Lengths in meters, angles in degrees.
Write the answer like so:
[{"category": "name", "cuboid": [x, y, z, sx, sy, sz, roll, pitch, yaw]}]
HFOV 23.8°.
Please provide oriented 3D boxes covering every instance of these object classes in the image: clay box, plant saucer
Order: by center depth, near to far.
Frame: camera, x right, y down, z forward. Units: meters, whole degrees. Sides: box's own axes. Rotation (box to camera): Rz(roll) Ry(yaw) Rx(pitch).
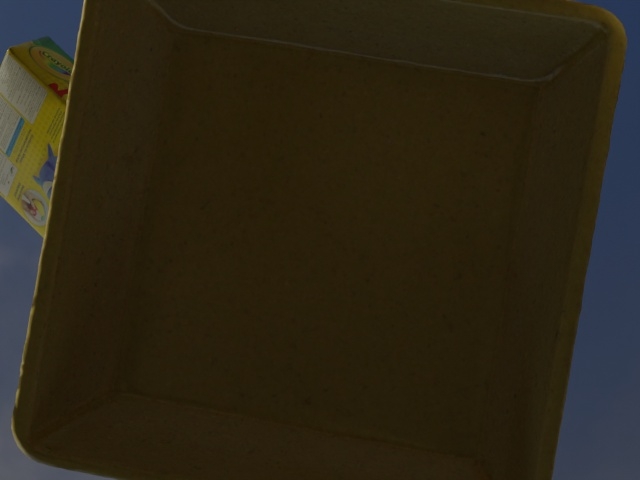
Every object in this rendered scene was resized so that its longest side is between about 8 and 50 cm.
[{"category": "plant saucer", "cuboid": [0.000, 0.000, 0.956, 0.333, 0.081, 0.332, 10, -90, 8]}, {"category": "clay box", "cuboid": [-0.185, -0.047, 1.241, 0.222, 0.127, 0.053, 43, -142, 13]}]
